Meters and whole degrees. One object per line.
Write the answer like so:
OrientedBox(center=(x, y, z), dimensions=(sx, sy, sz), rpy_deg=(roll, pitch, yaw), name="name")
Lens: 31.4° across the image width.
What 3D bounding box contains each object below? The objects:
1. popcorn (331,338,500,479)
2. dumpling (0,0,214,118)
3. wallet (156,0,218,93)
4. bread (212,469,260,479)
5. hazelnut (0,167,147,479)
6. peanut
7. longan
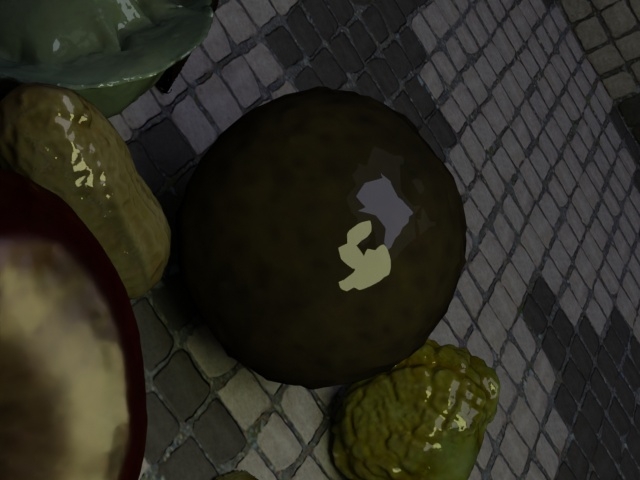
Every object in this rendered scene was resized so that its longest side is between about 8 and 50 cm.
OrientedBox(center=(0.125, 0.277, 1.666), dimensions=(0.174, 0.225, 0.286), rpy_deg=(33, 77, -62), name="popcorn")
OrientedBox(center=(-0.280, -0.256, 1.457), dimensions=(0.270, 0.212, 0.320), rpy_deg=(18, 61, -3), name="dumpling")
OrientedBox(center=(-0.188, -0.338, 1.694), dimensions=(0.039, 0.133, 0.243), rpy_deg=(22, 45, -4), name="wallet")
OrientedBox(center=(-0.091, 0.379, 1.446), dimensions=(0.160, 0.169, 0.140), rpy_deg=(31, 26, 23), name="bread")
OrientedBox(center=(-0.343, 0.131, 1.012), dimensions=(0.359, 0.359, 0.409), rpy_deg=(-3, 86, -54), name="hazelnut")
OrientedBox(center=(-0.280, -0.055, 1.338), dimensions=(0.313, 0.152, 0.152), rpy_deg=(67, 25, -46), name="peanut")
OrientedBox(center=(0.000, 0.000, 1.503), dimensions=(0.391, 0.391, 0.391), rpy_deg=(30, 48, -40), name="longan")
